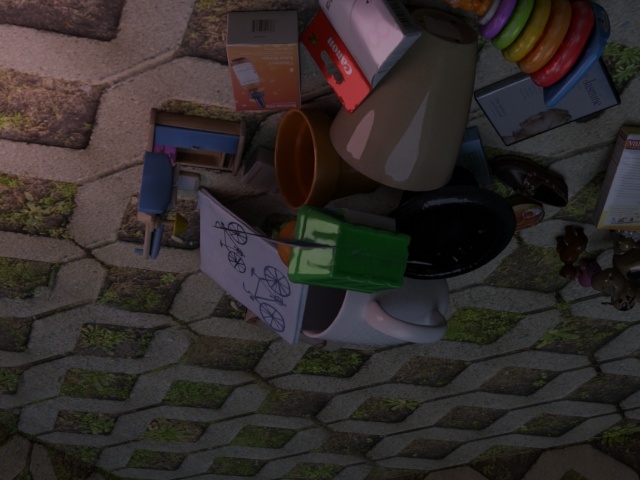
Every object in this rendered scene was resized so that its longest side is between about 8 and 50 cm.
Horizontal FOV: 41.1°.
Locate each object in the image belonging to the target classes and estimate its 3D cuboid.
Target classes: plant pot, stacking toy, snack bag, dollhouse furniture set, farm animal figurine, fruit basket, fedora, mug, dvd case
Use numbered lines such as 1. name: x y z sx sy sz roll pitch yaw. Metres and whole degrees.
1. plant pot: 0.179 -0.276 1.582 0.256 0.257 0.274 9 130 -16
2. stacking toy: 0.340 -0.389 1.506 0.301 0.175 0.166 25 134 -12
3. plant pot: 0.030 -0.168 1.765 0.187 0.205 0.205 -4 149 -26
4. snack bag: -0.168 0.066 2.034 0.342 0.037 0.323 36 147 20
5. dollhouse furniture set: -0.274 -0.074 1.775 0.198 0.303 0.286 7 145 -11
6. farm animal figurine: 0.768 0.071 2.143 0.330 0.172 0.326 26 137 -34
7. fruit basket: 0.000 0.000 1.757 0.327 0.166 0.353 10 -174 -36
8. fedora: 0.264 -0.054 1.883 0.333 0.153 0.334 -1 145 -1
9. mug: 0.157 0.143 2.066 0.328 0.374 0.276 12 107 -28
10. dvd case: 0.463 -0.289 1.739 0.253 0.022 0.180 -20 141 25

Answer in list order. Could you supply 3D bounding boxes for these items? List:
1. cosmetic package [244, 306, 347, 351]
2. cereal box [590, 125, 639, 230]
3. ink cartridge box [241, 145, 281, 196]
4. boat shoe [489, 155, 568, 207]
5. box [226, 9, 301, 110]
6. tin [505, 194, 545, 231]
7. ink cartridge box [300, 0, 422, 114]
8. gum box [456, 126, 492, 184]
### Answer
1. cosmetic package: -0.046 0.175 2.283 0.296 0.153 0.129 25 139 -30
2. cereal box: 0.715 -0.133 1.885 0.172 0.047 0.240 4 122 -8
3. ink cartridge box: -0.104 -0.150 1.892 0.122 0.052 0.088 17 141 -26
4. boat shoe: 0.476 -0.131 1.928 0.207 0.073 0.073 15 143 -20
5. box: -0.102 -0.332 1.592 0.130 0.091 0.170 -2 145 1
6. tin: 0.445 -0.057 2.066 0.189 0.040 0.106 -18 146 23
7. ink cartridge box: 0.050 -0.356 1.486 0.066 0.189 0.232 -18 162 -46
8. gum box: 0.273 -0.168 1.890 0.184 0.041 0.157 -13 144 15
